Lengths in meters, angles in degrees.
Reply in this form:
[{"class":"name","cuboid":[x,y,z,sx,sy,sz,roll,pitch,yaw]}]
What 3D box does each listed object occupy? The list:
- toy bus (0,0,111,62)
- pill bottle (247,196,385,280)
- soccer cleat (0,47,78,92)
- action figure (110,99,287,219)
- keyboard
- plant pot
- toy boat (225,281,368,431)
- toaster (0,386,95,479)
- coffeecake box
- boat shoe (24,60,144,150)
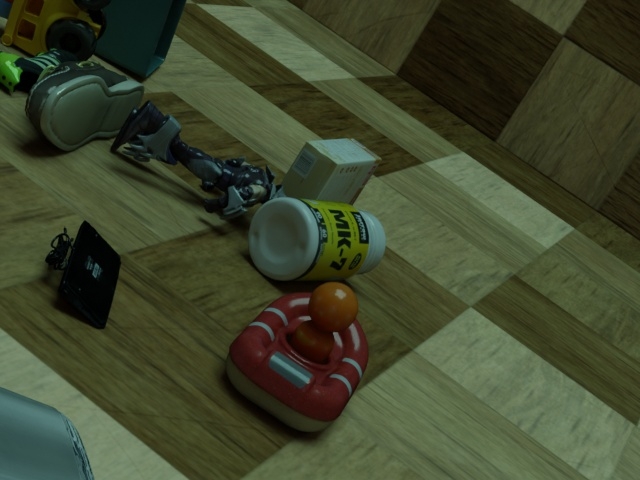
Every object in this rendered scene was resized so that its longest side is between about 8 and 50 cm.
[{"class":"toy bus","cuboid":[-0.440,-0.405,2.080,0.211,0.220,0.149,22,25,-9]},{"class":"pill bottle","cuboid":[0.000,0.000,1.879,0.119,0.119,0.208,42,21,28]},{"class":"soccer cleat","cuboid":[-0.428,-0.253,1.961,0.072,0.060,0.179,47,29,15]},{"class":"action figure","cuboid":[-0.164,-0.103,1.914,0.285,0.099,0.185,30,5,-15]},{"class":"keyboard","cuboid":[-0.284,0.035,1.503,0.100,0.038,0.192,51,12,-19]},{"class":"plant pot","cuboid":[-0.378,-0.427,2.315,0.234,0.165,0.166,23,19,-1]},{"class":"toy boat","cuboid":[-0.006,0.115,1.527,0.151,0.151,0.231,33,19,4]},{"class":"toaster","cuboid":[-0.256,0.198,0.966,0.146,0.129,0.227,22,19,-33]},{"class":"coffeecake box","cuboid":[0.005,-0.088,2.072,0.068,0.142,0.185,38,19,16]},{"class":"boat shoe","cuboid":[-0.356,-0.206,1.860,0.096,0.117,0.324,29,14,7]}]
